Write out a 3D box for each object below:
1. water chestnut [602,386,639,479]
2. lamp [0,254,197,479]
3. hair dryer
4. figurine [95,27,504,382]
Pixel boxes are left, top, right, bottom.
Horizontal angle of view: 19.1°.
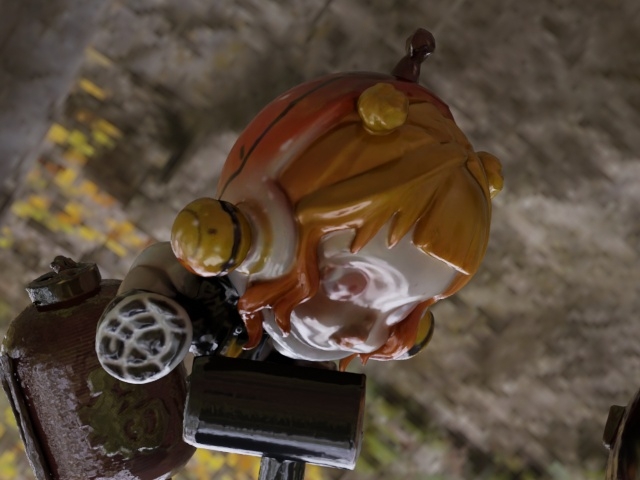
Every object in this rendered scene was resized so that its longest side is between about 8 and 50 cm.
[{"bbox_3d":[0.322,0.158,1.014,0.302,0.350,0.350,69,179,-48],"label":"water chestnut"},{"bbox_3d":[-0.216,0.142,1.827,0.180,0.180,0.258,-41,-65,-61],"label":"lamp"},{"bbox_3d":[-0.049,0.202,1.389,0.128,0.255,0.070,10,-155,-2],"label":"hair dryer"},{"bbox_3d":[-0.003,-0.002,1.459,0.320,0.323,0.196,28,-152,-55],"label":"figurine"}]
